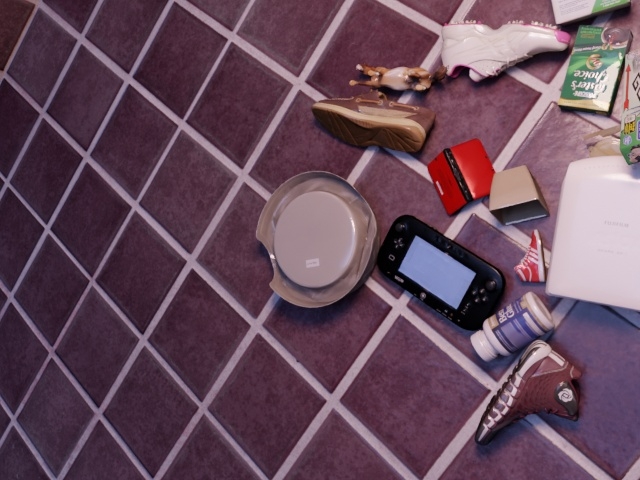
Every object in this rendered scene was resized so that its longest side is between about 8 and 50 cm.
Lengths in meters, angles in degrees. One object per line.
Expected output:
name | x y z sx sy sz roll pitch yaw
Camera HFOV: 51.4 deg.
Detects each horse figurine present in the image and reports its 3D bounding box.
horse figurine | 0.194 -0.403 1.646 0.263 0.174 0.066 7 107 22

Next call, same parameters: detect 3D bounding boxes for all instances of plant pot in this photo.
plant pot | 0.440 -0.105 1.491 0.109 0.109 0.096 -14 66 29

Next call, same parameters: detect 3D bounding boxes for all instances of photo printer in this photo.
photo printer | 0.612 -0.018 1.362 0.255 0.107 0.308 11 96 31

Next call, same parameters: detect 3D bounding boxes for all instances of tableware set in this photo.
tableware set | 0.668 -0.190 1.399 0.194 0.039 0.128 -16 92 34

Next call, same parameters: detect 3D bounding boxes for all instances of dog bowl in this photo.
dog bowl | 0.000 0.000 1.733 0.348 0.102 0.349 -3 83 31

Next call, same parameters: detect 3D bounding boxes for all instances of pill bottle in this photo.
pill bottle | 0.421 0.196 1.471 0.169 0.094 0.094 -38 68 21

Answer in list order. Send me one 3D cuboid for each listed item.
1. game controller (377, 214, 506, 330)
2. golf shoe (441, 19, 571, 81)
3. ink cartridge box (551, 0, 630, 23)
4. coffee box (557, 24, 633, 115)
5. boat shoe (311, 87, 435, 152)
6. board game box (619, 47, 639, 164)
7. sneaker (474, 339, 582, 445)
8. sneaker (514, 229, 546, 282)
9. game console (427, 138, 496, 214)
game controller | 0.280 0.073 1.583 0.319 0.067 0.167 35 102 29
golf shoe | 0.421 -0.435 1.542 0.306 0.115 0.140 13 102 37
ink cartridge box | 0.571 -0.591 1.440 0.153 0.087 0.209 -10 98 29
coffee box | 0.601 -0.372 1.457 0.113 0.040 0.184 18 94 30
boat shoe | 0.134 -0.320 1.697 0.341 0.123 0.123 17 64 37
board game box | 0.690 -0.293 1.265 0.213 0.046 0.317 -18 37 41
sneaker | 0.459 0.366 1.431 0.162 0.106 0.281 32 113 12
sneaker | 0.466 0.037 1.492 0.067 0.042 0.119 -7 84 26
game console | 0.343 -0.152 1.600 0.124 0.085 0.144 -45 60 53
